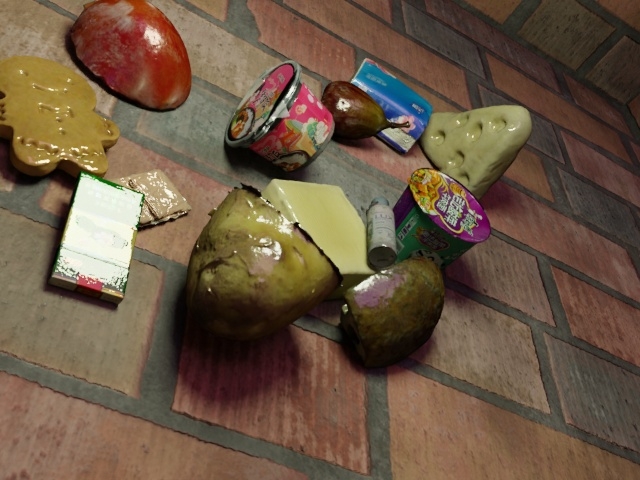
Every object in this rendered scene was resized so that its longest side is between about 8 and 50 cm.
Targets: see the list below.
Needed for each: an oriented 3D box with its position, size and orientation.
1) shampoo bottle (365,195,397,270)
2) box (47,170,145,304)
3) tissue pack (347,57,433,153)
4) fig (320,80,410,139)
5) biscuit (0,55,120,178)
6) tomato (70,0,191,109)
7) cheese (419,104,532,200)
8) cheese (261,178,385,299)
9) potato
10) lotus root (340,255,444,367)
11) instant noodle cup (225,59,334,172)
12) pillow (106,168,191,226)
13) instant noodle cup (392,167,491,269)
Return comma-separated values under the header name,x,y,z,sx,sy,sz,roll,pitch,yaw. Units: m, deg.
name,x,y,z,sx,sy,sz,roll,pitch,yaw
shampoo bottle,0.137,-0.025,1.703,0.072,0.072,0.214,28,32,-17
box,-0.405,-0.008,1.379,0.132,0.034,0.235,22,52,-25
tissue pack,0.202,-0.417,2.304,0.269,0.137,0.209,36,38,-6
fig,0.125,-0.354,2.148,0.274,0.146,0.170,15,42,-9
biscuit,-0.545,-0.258,1.523,0.275,0.052,0.355,7,44,-33
tomato,-0.418,-0.466,1.773,0.309,0.170,0.309,23,39,-20
cheese,0.472,-0.326,2.287,0.129,0.328,0.351,16,42,-39
cheese,0.000,0.000,1.693,0.242,0.124,0.265,-1,53,-43
potato,-0.147,0.074,1.408,0.301,0.289,0.237,40,69,8
lotus root,0.181,0.159,1.657,0.314,0.210,0.142,-20,54,-36
instant noodle cup,-0.083,-0.285,1.843,0.181,0.258,0.302,38,40,-27
pillow,-0.372,-0.082,1.522,0.126,0.043,0.232,54,35,10
instant noodle cup,0.277,-0.032,1.919,0.251,0.190,0.251,23,39,-20
